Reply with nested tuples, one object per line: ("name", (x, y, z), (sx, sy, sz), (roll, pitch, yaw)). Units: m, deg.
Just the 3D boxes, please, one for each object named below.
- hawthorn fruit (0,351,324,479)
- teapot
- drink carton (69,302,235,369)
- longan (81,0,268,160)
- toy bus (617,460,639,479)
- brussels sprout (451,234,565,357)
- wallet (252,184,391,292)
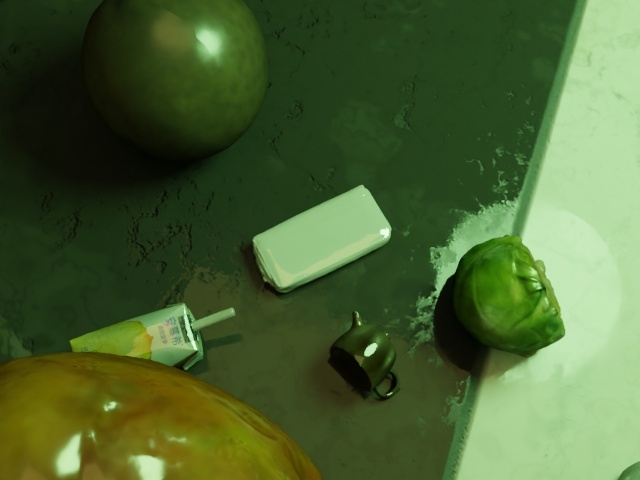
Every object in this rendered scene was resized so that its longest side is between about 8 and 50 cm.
("hawthorn fruit", (-0.192, 0.316, 0.624), (0.471, 0.472, 0.472), (1, 69, -2))
("teapot", (0.065, 0.146, 0.891), (0.068, 0.076, 0.121), (-39, 102, -24))
("drink carton", (-0.201, 0.126, 0.883), (0.199, 0.074, 0.084), (-17, 71, -10))
("longan", (-0.187, -0.232, 0.941), (0.257, 0.258, 0.258), (1, 69, -2))
("toy bus", (0.317, 0.394, 0.756), (0.138, 0.097, 0.342), (43, 61, 14))
("brussels sprout", (0.232, 0.076, 0.897), (0.122, 0.151, 0.149), (-23, 97, 19))
("wallet", (0.000, 0.000, 0.963), (0.189, 0.033, 0.095), (-27, 71, -13))
